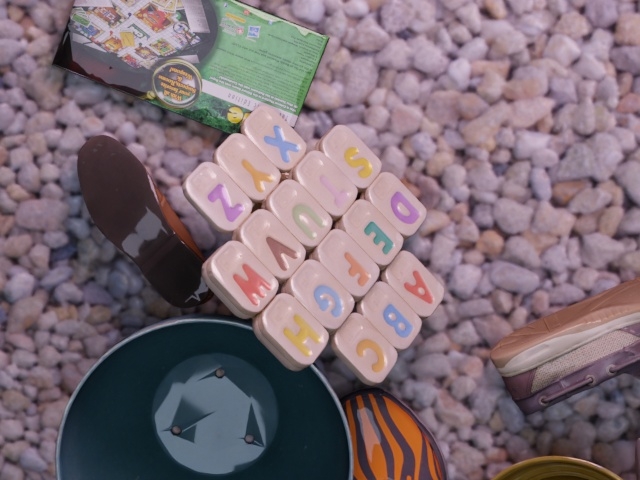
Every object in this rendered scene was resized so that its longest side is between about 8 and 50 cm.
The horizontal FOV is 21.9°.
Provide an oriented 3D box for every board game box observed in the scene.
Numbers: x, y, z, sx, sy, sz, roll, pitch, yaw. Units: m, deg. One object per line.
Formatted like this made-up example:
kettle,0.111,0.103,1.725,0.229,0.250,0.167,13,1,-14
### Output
board game box,-0.134,-0.197,1.721,0.260,0.030,0.136,22,96,-4

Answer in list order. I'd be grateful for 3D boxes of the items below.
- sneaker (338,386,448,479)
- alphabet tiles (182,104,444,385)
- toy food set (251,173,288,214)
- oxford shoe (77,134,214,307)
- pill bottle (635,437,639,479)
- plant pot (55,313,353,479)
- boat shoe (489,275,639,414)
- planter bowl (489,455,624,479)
sneaker,0.094,0.317,1.725,0.124,0.180,0.321,-20,99,3
alphabet tiles,0.000,0.000,1.650,0.278,0.284,0.021,47,135,-6
toy food set,-0.044,-0.036,1.750,0.082,0.020,0.083,7,99,-1
oxford shoe,-0.183,-0.016,1.732,0.076,0.076,0.212,-35,82,7
pill bottle,0.463,0.245,1.739,0.246,0.136,0.136,-6,99,1
plant pot,-0.112,0.202,1.698,0.290,0.195,0.290,0,99,0
boat shoe,0.324,0.102,1.738,0.285,0.103,0.092,-22,104,7
planter bowl,0.267,0.323,1.761,0.217,0.090,0.217,4,101,19
